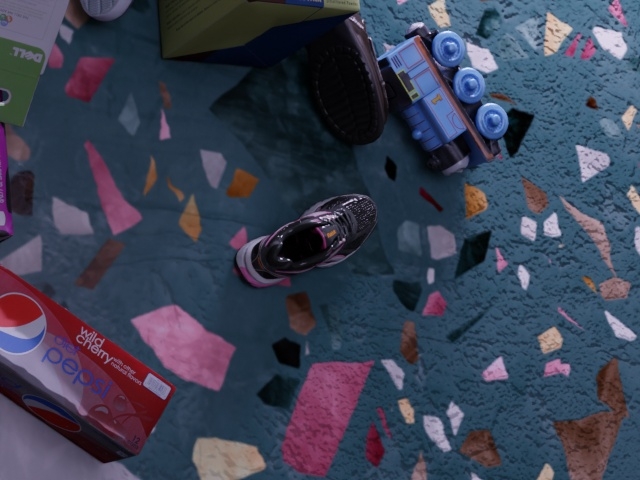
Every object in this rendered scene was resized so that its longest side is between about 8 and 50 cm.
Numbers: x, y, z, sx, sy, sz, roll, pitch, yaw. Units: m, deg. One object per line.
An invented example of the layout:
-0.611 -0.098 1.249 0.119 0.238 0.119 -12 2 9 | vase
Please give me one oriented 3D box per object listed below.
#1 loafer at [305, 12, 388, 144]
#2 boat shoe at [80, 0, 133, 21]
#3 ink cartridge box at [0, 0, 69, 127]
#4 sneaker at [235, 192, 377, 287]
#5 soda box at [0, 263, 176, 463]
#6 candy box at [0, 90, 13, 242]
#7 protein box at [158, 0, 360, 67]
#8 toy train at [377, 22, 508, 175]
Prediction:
0.030 -0.216 1.911 0.078 0.080 0.220 -28 102 -56 | loafer
-0.198 -0.333 1.808 0.076 0.083 0.226 26 69 -58 | boat shoe
-0.306 -0.225 1.632 0.109 0.062 0.209 14 107 -29 | ink cartridge box
0.000 0.000 1.844 0.178 0.077 0.072 -32 96 -32 | sneaker
-0.276 0.109 1.649 0.263 0.092 0.083 38 63 -17 | soda box
-0.417 -0.074 1.624 0.233 0.071 0.159 -1 78 -29 | candy box
-0.073 -0.311 1.804 0.136 0.200 0.201 1 77 -31 | protein box
0.136 -0.158 1.963 0.105 0.080 0.184 -35 99 -22 | toy train
